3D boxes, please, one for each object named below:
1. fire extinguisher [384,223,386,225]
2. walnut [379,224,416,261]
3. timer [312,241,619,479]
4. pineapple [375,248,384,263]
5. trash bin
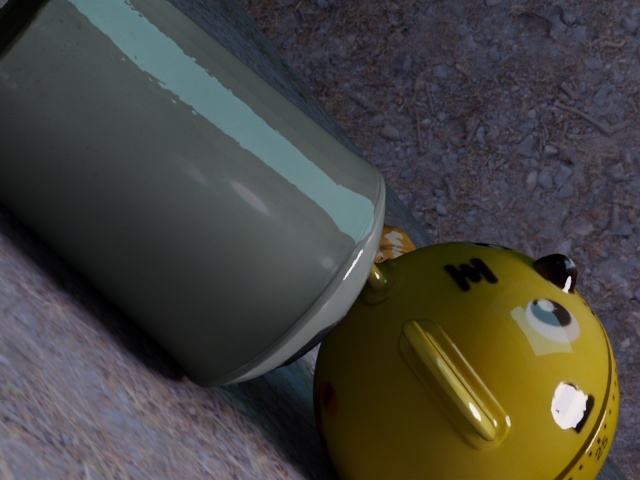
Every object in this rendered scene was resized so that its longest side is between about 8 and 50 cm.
[{"bbox_3d":[0.025,-0.050,2.753,0.269,0.105,0.105,40,12,-40],"label":"fire extinguisher"},{"bbox_3d":[0.106,0.051,2.629,0.144,0.144,0.180,52,7,21],"label":"walnut"},{"bbox_3d":[0.144,0.142,1.729,0.387,0.376,0.376,54,3,-40],"label":"timer"},{"bbox_3d":[0.000,0.000,2.341,0.221,0.047,0.221,15,13,-4],"label":"pineapple"},{"bbox_3d":[-0.143,-0.061,1.530,0.432,0.280,0.280,41,11,-20],"label":"trash bin"}]
